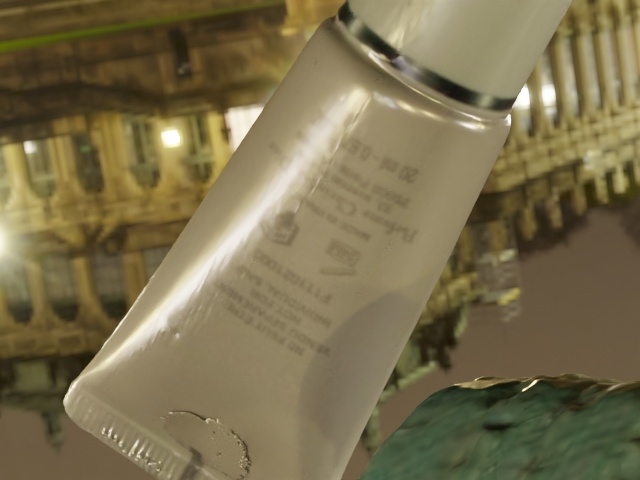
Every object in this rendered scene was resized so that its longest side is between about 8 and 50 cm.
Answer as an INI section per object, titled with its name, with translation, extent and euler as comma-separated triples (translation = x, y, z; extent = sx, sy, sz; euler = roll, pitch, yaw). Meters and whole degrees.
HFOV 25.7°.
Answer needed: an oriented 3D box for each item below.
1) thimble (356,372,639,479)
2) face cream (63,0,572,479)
[thimble]
translation = 0.108, 0.153, 0.420
extent = 0.143, 0.235, 0.198
euler = -8, -163, 45
[face cream]
translation = 0.000, 0.000, 0.624
extent = 0.143, 0.314, 0.089
euler = 32, -158, 5
